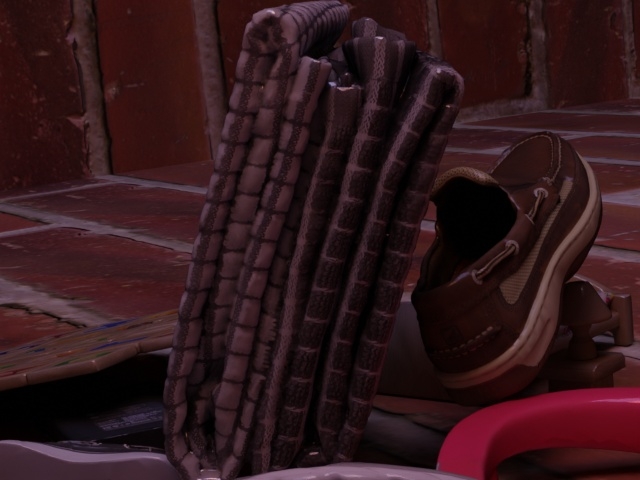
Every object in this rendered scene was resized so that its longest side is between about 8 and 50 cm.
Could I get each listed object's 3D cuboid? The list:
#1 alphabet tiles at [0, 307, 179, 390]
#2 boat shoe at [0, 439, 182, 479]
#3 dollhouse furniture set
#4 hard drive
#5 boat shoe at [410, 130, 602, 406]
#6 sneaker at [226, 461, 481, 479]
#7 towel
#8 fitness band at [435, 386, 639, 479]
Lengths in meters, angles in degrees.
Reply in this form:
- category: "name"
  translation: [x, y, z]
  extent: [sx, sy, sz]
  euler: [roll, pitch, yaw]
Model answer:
- category: "alphabet tiles"
  translation: [-0.195, 0.085, 1.221]
  extent: [0.342, 0.011, 0.285]
  euler: [-13, 3, 25]
- category: "boat shoe"
  translation: [-0.145, 0.142, 0.937]
  extent: [0.142, 0.049, 0.040]
  euler: [2, 4, 7]
- category: "dollhouse furniture set"
  translation: [0.180, 0.002, 1.207]
  extent: [0.355, 0.174, 0.303]
  euler: [2, 11, 39]
- category: "hard drive"
  translation: [-0.136, 0.126, 1.093]
  extent: [0.094, 0.022, 0.135]
  euler: [-9, 10, -22]
- category: "boat shoe"
  translation: [0.114, -0.012, 0.994]
  extent: [0.095, 0.095, 0.257]
  euler: [-24, 23, 27]
- category: "sneaker"
  translation: [-0.035, 0.138, 0.689]
  extent: [0.281, 0.105, 0.115]
  euler: [-5, 9, 9]
- category: "towel"
  translation: [0.000, 0.000, 0.962]
  extent: [0.121, 0.284, 0.235]
  euler: [15, 9, 3]
- category: "fitness band"
  translation: [0.162, 0.133, 0.792]
  extent: [0.209, 0.054, 0.291]
  euler: [-1, 10, 8]
